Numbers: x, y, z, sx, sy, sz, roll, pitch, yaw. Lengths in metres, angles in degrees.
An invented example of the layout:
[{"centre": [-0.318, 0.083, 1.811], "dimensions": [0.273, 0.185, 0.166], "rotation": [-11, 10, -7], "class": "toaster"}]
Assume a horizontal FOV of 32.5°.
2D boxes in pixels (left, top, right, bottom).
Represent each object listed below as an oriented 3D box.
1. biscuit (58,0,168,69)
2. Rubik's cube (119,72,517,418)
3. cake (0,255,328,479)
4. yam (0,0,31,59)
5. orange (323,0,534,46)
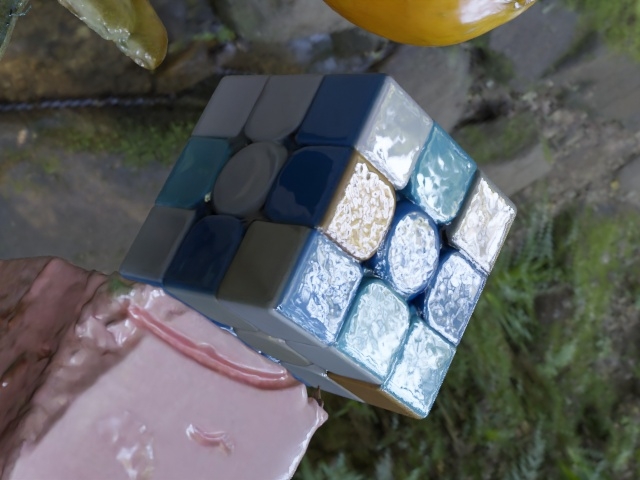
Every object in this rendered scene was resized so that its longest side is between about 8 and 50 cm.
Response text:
[{"centre": [-0.313, -0.345, 1.404], "dimensions": [0.299, 0.154, 0.045], "rotation": [36, 126, -25], "class": "biscuit"}, {"centre": [0.000, 0.000, 1.518], "dimensions": [0.344, 0.347, 0.346], "rotation": [38, 69, -39], "class": "Rubik's cube"}, {"centre": [-0.226, 0.198, 1.021], "dimensions": [0.307, 0.314, 0.293], "rotation": [4, 152, 50], "class": "cake"}, {"centre": [-0.290, -0.221, 1.032], "dimensions": [0.027, 0.234, 0.029], "rotation": [31, 153, -34], "class": "yam"}, {"centre": [0.100, -0.325, 0.947], "dimensions": [0.312, 0.312, 0.312], "rotation": [-24, 157, -11], "class": "orange"}]
